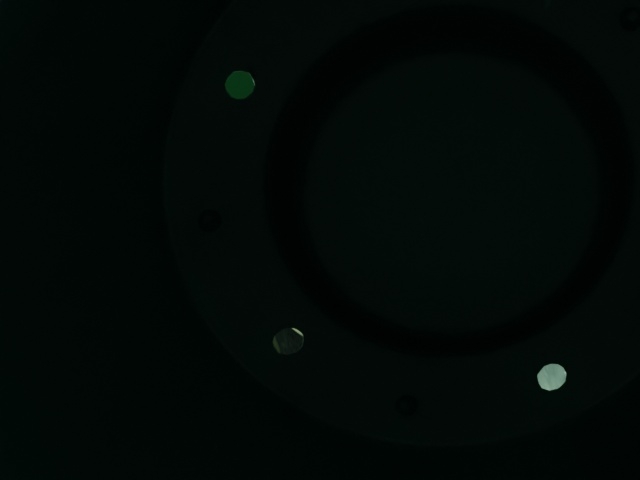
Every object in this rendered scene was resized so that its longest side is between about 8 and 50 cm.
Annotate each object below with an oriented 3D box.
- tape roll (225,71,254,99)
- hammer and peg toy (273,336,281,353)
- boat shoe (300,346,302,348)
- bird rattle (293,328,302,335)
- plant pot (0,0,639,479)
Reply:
[{"bbox_3d":[-0.077,-0.130,0.865,0.321,0.077,0.321,59,179,2],"label":"tape roll"},{"bbox_3d":[-0.080,0.030,1.466,0.266,0.127,0.361,89,160,-63],"label":"hammer and peg toy"},{"bbox_3d":[0.004,0.121,1.165,0.190,0.072,0.068,-79,-19,-64],"label":"boat shoe"},{"bbox_3d":[0.000,0.000,1.037,0.253,0.143,0.207,-137,48,-64],"label":"bird rattle"},{"bbox_3d":[0.040,0.019,0.463,0.235,0.293,0.293,-89,-14,-70],"label":"plant pot"}]
